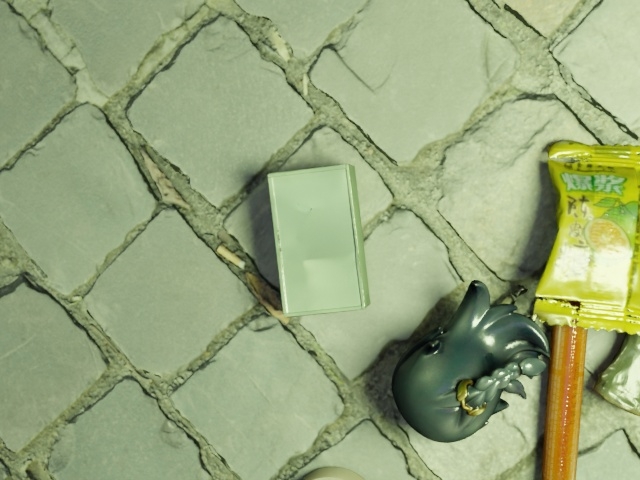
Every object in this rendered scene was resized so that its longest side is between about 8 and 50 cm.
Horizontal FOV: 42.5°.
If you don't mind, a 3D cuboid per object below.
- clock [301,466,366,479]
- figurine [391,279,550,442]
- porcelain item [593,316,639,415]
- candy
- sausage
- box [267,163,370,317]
[{"bbox_3d":[0.022,0.447,1.325,0.229,0.063,0.156,-21,91,13],"label":"clock"},{"bbox_3d":[0.227,0.184,1.230,0.175,0.197,0.265,42,106,20],"label":"figurine"},{"bbox_3d":[0.489,0.148,1.226,0.081,0.069,0.216,27,97,12],"label":"porcelain item"},{"bbox_3d":[0.415,-0.012,1.210,0.187,0.081,0.298,7,71,4],"label":"candy"},{"bbox_3d":[0.373,0.239,1.258,0.053,0.053,0.348,4,93,10],"label":"sausage"},{"bbox_3d":[0.000,0.000,1.301,0.129,0.086,0.225,-6,91,9],"label":"box"}]
